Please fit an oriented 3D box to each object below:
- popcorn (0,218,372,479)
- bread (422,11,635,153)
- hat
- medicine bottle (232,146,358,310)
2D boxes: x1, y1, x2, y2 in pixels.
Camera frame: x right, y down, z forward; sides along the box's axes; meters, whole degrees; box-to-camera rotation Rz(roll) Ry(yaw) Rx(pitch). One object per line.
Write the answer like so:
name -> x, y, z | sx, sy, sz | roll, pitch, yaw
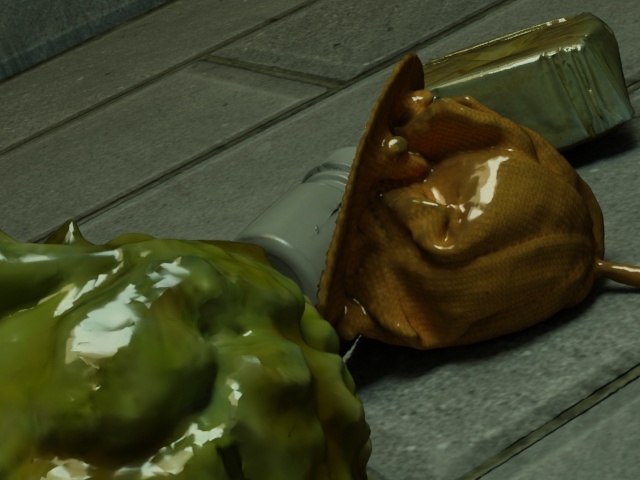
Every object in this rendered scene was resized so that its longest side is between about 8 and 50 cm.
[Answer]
popcorn -> -0.112, 0.129, 0.943 | 0.279, 0.275, 0.335 | 6, 1, 19
bread -> 0.187, -0.134, 1.533 | 0.209, 0.110, 0.192 | -17, 15, 10
hat -> 0.144, 0.009, 1.219 | 0.233, 0.233, 0.244 | 15, 45, 14
medicine bottle -> 0.000, 0.000, 1.387 | 0.105, 0.105, 0.168 | -4, 27, 38
